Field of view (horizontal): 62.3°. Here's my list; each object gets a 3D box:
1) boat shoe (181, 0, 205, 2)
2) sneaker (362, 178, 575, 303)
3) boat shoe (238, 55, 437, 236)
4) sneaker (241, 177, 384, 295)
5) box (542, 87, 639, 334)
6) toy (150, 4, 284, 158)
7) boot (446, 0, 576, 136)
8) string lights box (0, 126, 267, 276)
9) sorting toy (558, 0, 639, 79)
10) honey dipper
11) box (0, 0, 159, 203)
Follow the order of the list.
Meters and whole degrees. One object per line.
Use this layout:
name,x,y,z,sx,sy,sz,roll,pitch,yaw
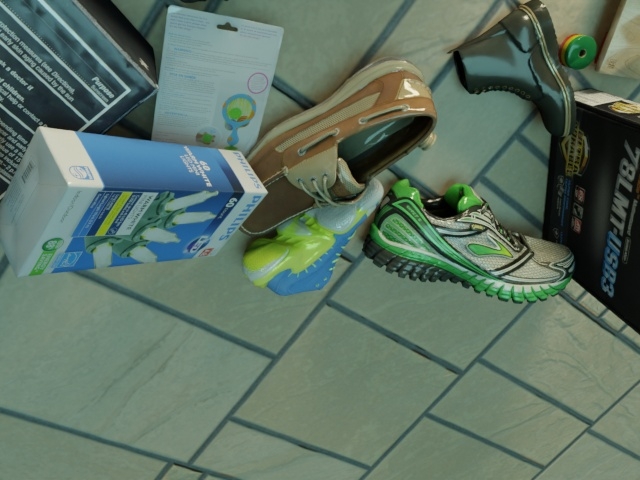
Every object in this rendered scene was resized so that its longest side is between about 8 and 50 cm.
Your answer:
boat shoe,-0.142,-0.357,0.463,0.130,0.132,0.355,-30,148,-4
sneaker,0.247,0.000,0.819,0.343,0.134,0.146,11,111,-13
boat shoe,0.008,-0.102,0.694,0.324,0.116,0.123,-38,139,18
sneaker,0.000,0.000,0.806,0.240,0.091,0.126,-32,140,3
box,0.444,-0.041,0.768,0.073,0.293,0.296,-12,121,-7
toy,-0.144,-0.170,0.674,0.136,0.056,0.237,-1,125,-29
boot,0.274,-0.218,0.762,0.137,0.077,0.198,-27,108,6
string lights box,-0.197,-0.040,0.592,0.133,0.077,0.259,-46,158,28
sorting toy,0.480,-0.307,0.776,0.274,0.046,0.132,3,117,-16
honey dipper,0.098,-0.182,0.755,0.160,0.030,0.030,30,107,-23
box,-0.371,-0.194,0.521,0.294,0.183,0.296,-36,127,7
